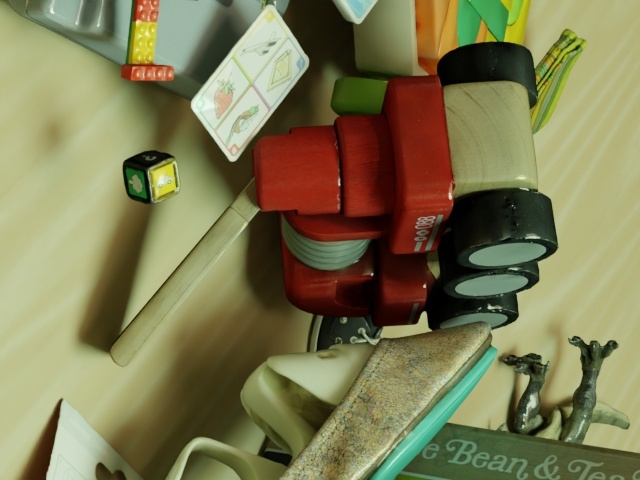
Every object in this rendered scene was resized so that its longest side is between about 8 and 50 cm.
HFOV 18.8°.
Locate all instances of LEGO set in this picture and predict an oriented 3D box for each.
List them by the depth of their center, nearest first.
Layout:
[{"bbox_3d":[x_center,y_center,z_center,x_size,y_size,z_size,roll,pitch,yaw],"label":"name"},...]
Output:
[{"bbox_3d":[-0.038,-0.138,0.992,0.244,0.060,0.182,-53,133,-19],"label":"LEGO set"}]

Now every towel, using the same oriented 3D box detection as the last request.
[{"bbox_3d":[0.123,-0.050,1.373,0.237,0.021,0.102,-52,165,-40],"label":"towel"}]

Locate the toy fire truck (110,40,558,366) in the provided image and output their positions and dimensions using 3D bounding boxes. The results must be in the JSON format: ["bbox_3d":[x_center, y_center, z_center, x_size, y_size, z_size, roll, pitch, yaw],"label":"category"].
[{"bbox_3d":[0.000,0.000,1.119,0.217,0.246,0.159,101,-15,-73],"label":"toy fire truck"}]

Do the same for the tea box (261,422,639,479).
[{"bbox_3d":[0.104,0.297,1.162,0.220,0.329,0.324,48,57,-49],"label":"tea box"}]

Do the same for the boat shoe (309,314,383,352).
[{"bbox_3d":[0.025,0.048,1.261,0.046,0.038,0.125,26,74,-56],"label":"boat shoe"}]

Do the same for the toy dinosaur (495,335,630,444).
[{"bbox_3d":[0.186,0.139,1.519,0.268,0.064,0.118,-28,126,-55],"label":"toy dinosaur"}]

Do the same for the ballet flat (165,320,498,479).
[{"bbox_3d":[-0.017,0.128,1.075,0.316,0.106,0.107,-48,175,-35],"label":"ballet flat"}]

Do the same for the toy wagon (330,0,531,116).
[{"bbox_3d":[0.069,-0.197,1.213,0.344,0.068,0.267,31,69,-70],"label":"toy wagon"}]

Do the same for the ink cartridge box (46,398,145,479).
[{"bbox_3d":[-0.139,0.199,1.050,0.145,0.045,0.179,54,33,-46],"label":"ink cartridge box"}]

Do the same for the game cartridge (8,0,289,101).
[{"bbox_3d":[-0.066,-0.232,1.053,0.198,0.062,0.297,27,73,-60],"label":"game cartridge"}]
